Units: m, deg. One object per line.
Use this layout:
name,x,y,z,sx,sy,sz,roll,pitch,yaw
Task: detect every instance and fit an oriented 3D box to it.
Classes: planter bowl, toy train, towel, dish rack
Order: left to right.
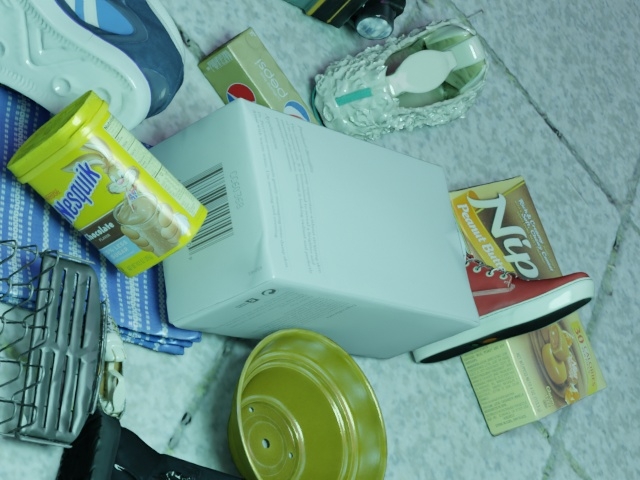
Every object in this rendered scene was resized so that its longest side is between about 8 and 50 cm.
dish rack,-0.309,0.080,1.342,0.271,0.074,0.208,17,70,-35
towel,-0.259,-0.030,1.516,0.336,0.040,0.243,21,55,-39
planter bowl,-0.035,0.211,1.586,0.217,0.090,0.217,23,56,-38
toy train,0.042,-0.427,1.981,0.190,0.142,0.334,21,55,-27

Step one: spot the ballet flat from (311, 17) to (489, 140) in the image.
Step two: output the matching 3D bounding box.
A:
ballet flat,0.148,-0.222,1.981,0.409,0.147,0.147,-30,93,-51

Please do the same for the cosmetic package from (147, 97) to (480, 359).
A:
cosmetic package,0.000,0.000,1.656,0.385,0.156,0.217,17,56,-50

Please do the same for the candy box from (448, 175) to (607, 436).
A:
candy box,0.250,0.081,1.960,0.183,0.087,0.317,-14,80,-49

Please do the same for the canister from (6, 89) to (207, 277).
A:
canister,-0.210,-0.052,1.464,0.170,0.126,0.073,45,42,-18

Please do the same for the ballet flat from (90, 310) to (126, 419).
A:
ballet flat,-0.208,0.127,1.460,0.041,0.041,0.114,-1,90,-47

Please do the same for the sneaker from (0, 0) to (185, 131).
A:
sneaker,-0.286,-0.249,1.564,0.322,0.130,0.236,38,24,-6

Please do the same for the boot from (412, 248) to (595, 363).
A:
boot,0.209,0.036,1.825,0.088,0.244,0.176,23,51,-63

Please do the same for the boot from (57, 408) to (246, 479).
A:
boot,-0.160,0.301,1.400,0.207,0.094,0.247,32,43,-27

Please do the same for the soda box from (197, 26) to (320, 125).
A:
soda box,-0.065,-0.163,1.778,0.181,0.058,0.061,55,41,-11
